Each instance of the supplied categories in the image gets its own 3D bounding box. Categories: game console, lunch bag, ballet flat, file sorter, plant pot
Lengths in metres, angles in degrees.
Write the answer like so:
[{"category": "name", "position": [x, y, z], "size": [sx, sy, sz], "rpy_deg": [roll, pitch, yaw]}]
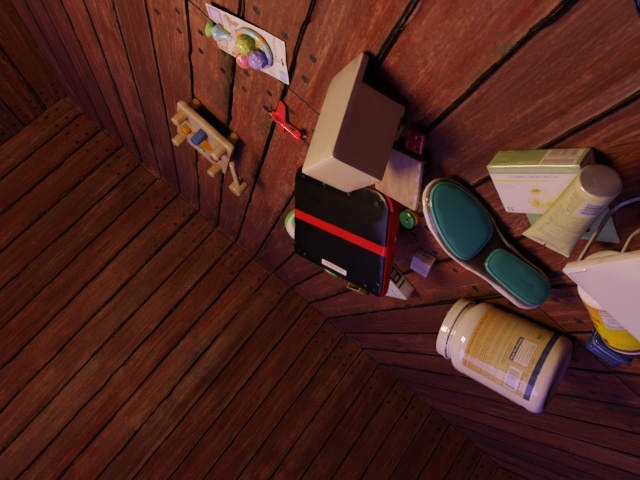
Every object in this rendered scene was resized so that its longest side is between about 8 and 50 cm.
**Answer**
[{"category": "game console", "position": [0.064, -0.047, 1.322], "size": [0.386, 0.060, 0.342], "rpy_deg": [26, 127, 37]}, {"category": "lunch bag", "position": [0.686, 0.242, 1.028], "size": [0.098, 0.067, 0.065], "rpy_deg": [35, 161, 18]}, {"category": "ballet flat", "position": [0.372, 0.013, 1.040], "size": [0.400, 0.139, 0.139], "rpy_deg": [42, 161, -9]}, {"category": "file sorter", "position": [0.575, 0.064, 0.663], "size": [0.278, 0.173, 0.193], "rpy_deg": [41, 162, -3]}, {"category": "plant pot", "position": [0.181, 0.192, 1.873], "size": [0.083, 0.081, 0.081], "rpy_deg": [37, 166, -32]}]

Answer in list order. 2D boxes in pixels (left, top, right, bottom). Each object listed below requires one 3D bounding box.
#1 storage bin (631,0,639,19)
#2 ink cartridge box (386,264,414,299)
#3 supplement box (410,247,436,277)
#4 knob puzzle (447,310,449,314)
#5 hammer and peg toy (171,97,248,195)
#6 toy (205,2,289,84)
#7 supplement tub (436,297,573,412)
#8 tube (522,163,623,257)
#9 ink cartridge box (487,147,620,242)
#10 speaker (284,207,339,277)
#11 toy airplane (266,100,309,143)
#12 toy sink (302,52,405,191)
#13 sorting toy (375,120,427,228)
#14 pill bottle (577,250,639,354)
[{"category": "storage bin", "position": [0.345, -0.307, 0.394], "size": [0.180, 0.084, 0.122], "rpy_deg": [48, 160, -21]}, {"category": "ink cartridge box", "position": [0.193, 0.086, 1.623], "size": [0.332, 0.065, 0.165], "rpy_deg": [47, 161, -24]}, {"category": "supplement box", "position": [0.323, 0.072, 1.380], "size": [0.062, 0.036, 0.098], "rpy_deg": [34, 161, 18]}, {"category": "knob puzzle", "position": [0.554, 0.315, 1.508], "size": [0.213, 0.030, 0.213], "rpy_deg": [36, 161, 14]}, {"category": "hammer and peg toy", "position": [-0.396, -0.350, 1.653], "size": [0.361, 0.127, 0.266], "rpy_deg": [41, 160, -5]}, {"category": "toy", "position": [-0.191, -0.473, 1.083], "size": [0.237, 0.056, 0.137], "rpy_deg": [35, 162, 14]}, {"category": "supplement tub", "position": [0.524, 0.319, 1.264], "size": [0.316, 0.228, 0.228], "rpy_deg": [25, 157, 37]}, {"category": "tube", "position": [0.423, -0.040, 0.745], "size": [0.240, 0.062, 0.070], "rpy_deg": [74, -178, -64]}, {"category": "ink cartridge box", "position": [0.437, -0.067, 0.819], "size": [0.171, 0.056, 0.235], "rpy_deg": [12, 145, 53]}, {"category": "speaker", "position": [0.000, 0.000, 1.540], "size": [0.296, 0.131, 0.131], "rpy_deg": [43, 166, 35]}, {"category": "toy airplane", "position": [-0.100, -0.335, 1.270], "size": [0.151, 0.028, 0.151], "rpy_deg": [36, 163, 13]}, {"category": "toy sink", "position": [0.077, -0.238, 0.922], "size": [0.131, 0.234, 0.153], "rpy_deg": [21, 168, -23]}, {"category": "sorting toy", "position": [0.194, -0.167, 1.026], "size": [0.132, 0.046, 0.274], "rpy_deg": [37, 145, 37]}, {"category": "pill bottle", "position": [0.587, 0.120, 0.858], "size": [0.215, 0.117, 0.117], "rpy_deg": [50, 159, -27]}]
